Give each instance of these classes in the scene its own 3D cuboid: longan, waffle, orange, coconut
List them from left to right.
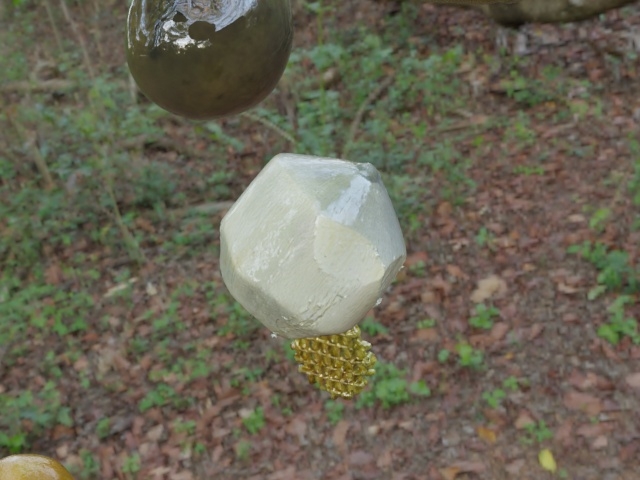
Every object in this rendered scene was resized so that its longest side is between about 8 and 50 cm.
[{"bbox_3d":[-0.410,0.377,1.319,0.158,0.159,0.136,-19,26,-13],"label":"orange"},{"bbox_3d":[-0.198,-0.363,1.692,0.318,0.319,0.319,-12,22,5],"label":"longan"},{"bbox_3d":[0.000,0.000,1.317,0.247,0.245,0.245,-47,12,21],"label":"coconut"},{"bbox_3d":[0.019,0.198,1.697,0.191,0.191,0.038,5,25,39],"label":"waffle"}]

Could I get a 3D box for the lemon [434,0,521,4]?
[{"bbox_3d":[0.155,-0.449,1.126,0.336,0.336,0.336,-12,22,5],"label":"lemon"}]
